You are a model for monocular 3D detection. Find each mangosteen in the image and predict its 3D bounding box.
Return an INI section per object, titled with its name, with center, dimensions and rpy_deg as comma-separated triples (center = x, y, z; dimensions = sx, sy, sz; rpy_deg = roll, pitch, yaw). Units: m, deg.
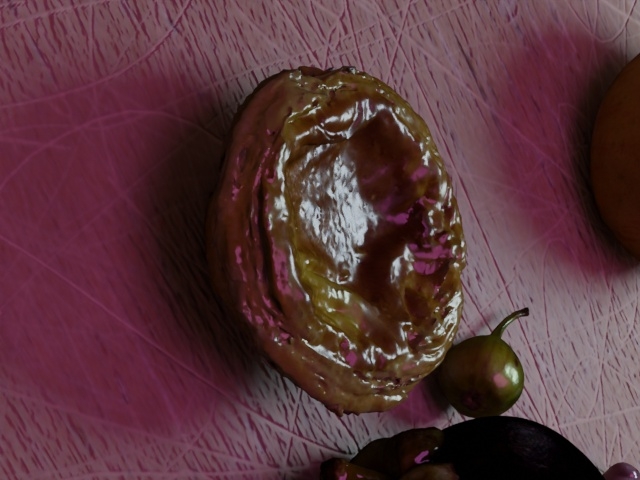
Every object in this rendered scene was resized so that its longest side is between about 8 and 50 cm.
[mangosteen]
center = 0.133, 0.282, 1.820
dimensions = 0.302, 0.275, 0.275
rpy_deg = 27, 65, -16

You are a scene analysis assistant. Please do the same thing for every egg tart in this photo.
[egg tart]
center = 0.000, 0.000, 1.797
dimensions = 0.352, 0.150, 0.352
rpy_deg = 11, 76, -48

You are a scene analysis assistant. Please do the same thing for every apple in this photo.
[apple]
center = 0.475, -0.103, 2.183
dimensions = 0.299, 0.275, 0.299
rpy_deg = 0, 91, -47

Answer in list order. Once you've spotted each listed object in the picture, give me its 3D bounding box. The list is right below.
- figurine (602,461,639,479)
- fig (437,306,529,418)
[figurine]
center = 0.346, 0.297, 2.148
dimensions = 0.067, 0.071, 0.083
rpy_deg = -7, 80, -3
[fig]
center = 0.186, 0.137, 2.014
dimensions = 0.166, 0.093, 0.093
rpy_deg = -29, 106, -63
